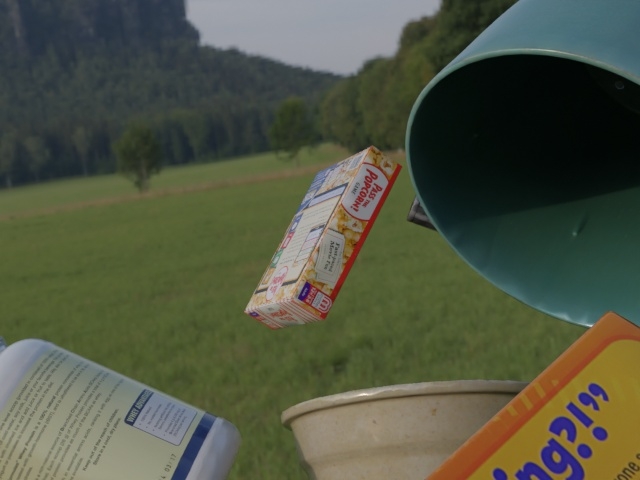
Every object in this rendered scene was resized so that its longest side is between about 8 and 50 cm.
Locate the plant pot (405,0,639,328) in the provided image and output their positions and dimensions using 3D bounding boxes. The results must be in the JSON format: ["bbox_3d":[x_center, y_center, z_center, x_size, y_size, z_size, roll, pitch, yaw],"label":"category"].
[{"bbox_3d":[0.255,-0.105,0.913,0.293,0.293,0.235,-5,38,46],"label":"plant pot"}]

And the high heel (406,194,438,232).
[{"bbox_3d":[0.221,-0.083,1.194,0.186,0.261,0.093,23,-30,4],"label":"high heel"}]

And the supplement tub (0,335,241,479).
[{"bbox_3d":[-0.274,0.249,1.170,0.325,0.235,0.235,24,4,1],"label":"supplement tub"}]

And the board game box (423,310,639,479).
[{"bbox_3d":[0.133,0.325,0.437,0.356,0.356,0.357,35,51,29],"label":"board game box"}]

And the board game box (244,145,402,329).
[{"bbox_3d":[0.000,0.000,1.174,0.045,0.193,0.147,33,-19,-16],"label":"board game box"}]

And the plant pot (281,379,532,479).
[{"bbox_3d":[0.130,0.336,1.194,0.334,0.305,0.334,-4,-18,-1],"label":"plant pot"}]
